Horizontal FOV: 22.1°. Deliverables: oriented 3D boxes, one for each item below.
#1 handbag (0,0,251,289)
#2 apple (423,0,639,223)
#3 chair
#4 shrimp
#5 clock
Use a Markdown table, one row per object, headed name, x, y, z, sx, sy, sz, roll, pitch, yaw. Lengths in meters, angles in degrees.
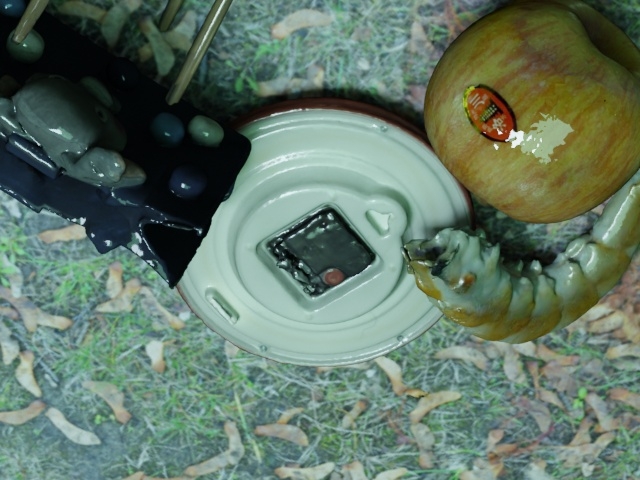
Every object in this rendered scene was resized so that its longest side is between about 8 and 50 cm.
| name | x | y | z | sx | sy | sz | roll | pitch | yaw |
| --- | --- | --- | --- | --- | --- | --- | --- | --- | --- |
| handbag | -0.226 | -0.108 | 1.460 | 0.325 | 0.269 | 0.118 | 32 | 112 | -6 |
| apple | 0.203 | -0.122 | 1.504 | 0.211 | 0.211 | 0.188 | 32 | 115 | -18 |
| chair | -0.139 | -0.285 | 1.416 | 0.166 | 0.188 | 0.272 | 20 | 119 | -20 |
| shrimp | 0.231 | 0.023 | 1.650 | 0.287 | 0.068 | 0.185 | -21 | 133 | -6 |
| clock | 0.000 | 0.000 | 1.661 | 0.318 | 0.080 | 0.318 | 1 | 122 | 2 |
